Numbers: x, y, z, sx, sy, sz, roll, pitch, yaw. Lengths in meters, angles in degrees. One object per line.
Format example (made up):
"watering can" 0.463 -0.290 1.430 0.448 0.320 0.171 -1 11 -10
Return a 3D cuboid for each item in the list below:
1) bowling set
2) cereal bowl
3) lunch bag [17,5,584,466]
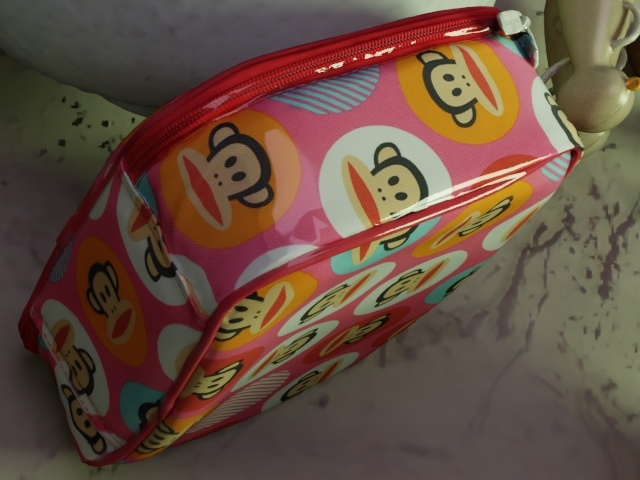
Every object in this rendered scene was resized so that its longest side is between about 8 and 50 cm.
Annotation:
"bowling set" 0.202 -0.111 1.124 0.200 0.287 0.154 28 58 -45
"cereal bowl" -0.058 -0.162 1.028 0.339 0.141 0.339 3 31 -2
"lunch bag" 0.000 0.000 0.919 0.258 0.293 0.120 -19 74 -32
